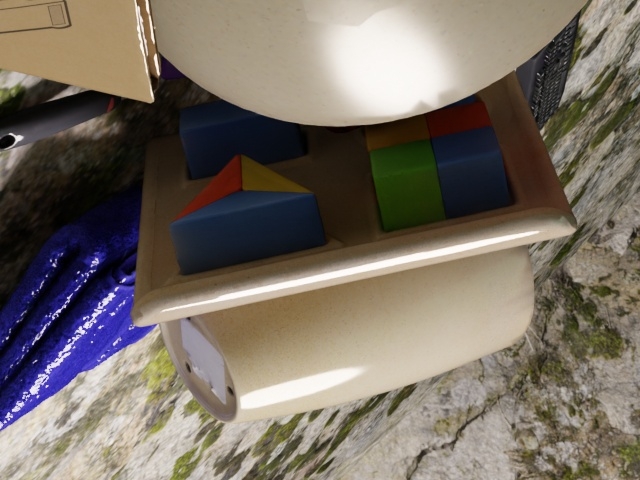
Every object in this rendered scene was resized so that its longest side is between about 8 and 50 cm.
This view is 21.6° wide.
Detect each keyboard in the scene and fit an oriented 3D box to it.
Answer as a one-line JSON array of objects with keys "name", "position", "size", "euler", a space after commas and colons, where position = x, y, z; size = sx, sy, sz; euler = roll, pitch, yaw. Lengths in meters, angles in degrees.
[{"name": "keyboard", "position": [0.289, -0.195, 2.323], "size": [0.201, 0.033, 0.317], "euler": [-45, 163, -12]}]

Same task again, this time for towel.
[{"name": "towel", "position": [-0.184, 0.051, 1.456], "size": [0.228, 0.076, 0.308], "euler": [-55, 173, 21]}]

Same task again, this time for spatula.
[{"name": "spatula", "position": [-0.148, -0.126, 1.301], "size": [0.296, 0.030, 0.084], "euler": [-33, 157, -43]}]

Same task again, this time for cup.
[{"name": "cup", "position": [-0.009, -0.249, 0.862], "size": [0.331, 0.331, 0.237], "euler": [-49, 159, 2]}]

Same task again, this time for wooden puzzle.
[{"name": "wooden puzzle", "position": [0.010, -0.064, 1.301], "size": [0.322, 0.081, 0.348], "euler": [-13, -156, 3]}]

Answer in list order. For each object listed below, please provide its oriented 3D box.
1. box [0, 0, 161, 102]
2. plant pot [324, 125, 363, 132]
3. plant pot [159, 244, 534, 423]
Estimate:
[{"name": "box", "position": [-0.187, -0.140, 0.876], "size": [0.164, 0.201, 0.021], "euler": [91, 14, -66]}, {"name": "plant pot", "position": [0.055, -0.234, 1.214], "size": [0.267, 0.267, 0.236], "euler": [-37, 173, -37]}, {"name": "plant pot", "position": [0.003, 0.042, 1.485], "size": [0.274, 0.256, 0.256], "euler": [-28, 157, -26]}]
